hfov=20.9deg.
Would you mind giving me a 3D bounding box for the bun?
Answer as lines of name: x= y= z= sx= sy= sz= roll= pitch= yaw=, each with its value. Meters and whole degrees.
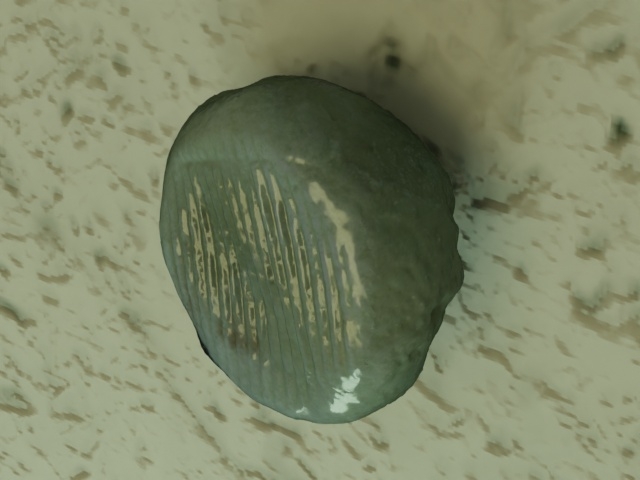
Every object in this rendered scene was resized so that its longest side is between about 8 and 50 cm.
bun: x=0.000 y=0.000 z=0.680 sx=0.141 sy=0.083 sz=0.141 roll=23 pitch=124 yaw=39
